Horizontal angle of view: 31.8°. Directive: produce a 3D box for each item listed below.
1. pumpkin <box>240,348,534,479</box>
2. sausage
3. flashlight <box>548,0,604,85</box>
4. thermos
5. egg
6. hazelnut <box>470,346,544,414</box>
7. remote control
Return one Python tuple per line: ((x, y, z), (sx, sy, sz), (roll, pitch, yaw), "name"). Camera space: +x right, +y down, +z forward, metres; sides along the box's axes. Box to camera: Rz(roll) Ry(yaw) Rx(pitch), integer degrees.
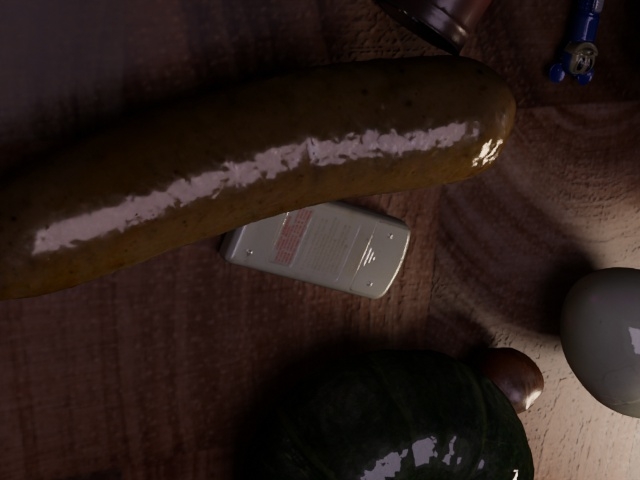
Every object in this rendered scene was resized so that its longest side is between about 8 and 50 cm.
((0.072, 0.249, 1.116), (0.300, 0.207, 0.300), (-8, 112, -20), "pumpkin")
((-0.066, -0.067, 0.948), (0.501, 0.123, 0.136), (-15, 75, -16), "sausage")
((0.266, -0.214, 1.124), (0.057, 0.035, 0.121), (1, 111, -28), "flashlight")
((0.148, -0.286, 0.998), (0.232, 0.099, 0.124), (-57, 161, 2), "thermos")
((0.344, 0.111, 1.239), (0.209, 0.151, 0.151), (39, 90, -31), "egg")
((0.199, 0.155, 1.225), (0.086, 0.086, 0.086), (-11, 116, -24), "hazelnut")
((0.000, 0.000, 1.077), (0.190, 0.029, 0.087), (15, 104, -32), "remote control")
